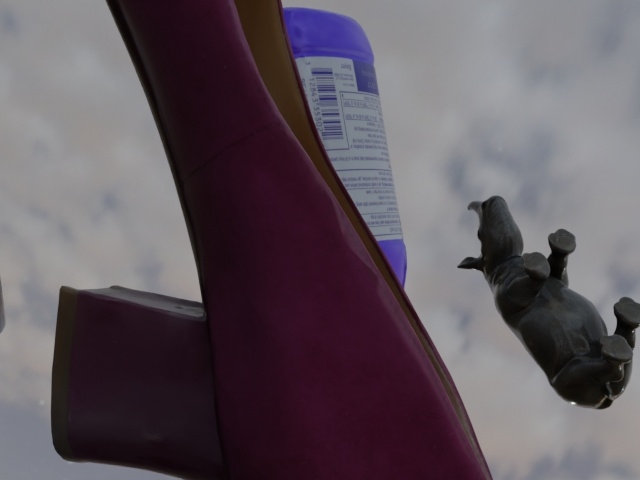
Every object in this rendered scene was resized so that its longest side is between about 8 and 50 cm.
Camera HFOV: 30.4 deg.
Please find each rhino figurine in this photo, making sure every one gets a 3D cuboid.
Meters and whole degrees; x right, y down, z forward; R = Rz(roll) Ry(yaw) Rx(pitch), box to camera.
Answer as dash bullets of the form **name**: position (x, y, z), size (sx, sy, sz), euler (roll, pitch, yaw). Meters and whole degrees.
- **rhino figurine**: position (0.191, 0.047, 1.029), size (0.243, 0.073, 0.106), euler (54, -29, 38)

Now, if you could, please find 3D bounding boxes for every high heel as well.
- **high heel**: position (0.000, -0.076, 0.467), size (0.181, 0.127, 0.377), euler (7, -81, 14)

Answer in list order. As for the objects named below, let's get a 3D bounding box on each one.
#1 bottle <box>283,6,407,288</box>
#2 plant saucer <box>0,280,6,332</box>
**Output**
- **bottle**: position (0.000, 0.000, 0.746), size (0.092, 0.118, 0.283), euler (-11, -93, 32)
- **plant saucer**: position (-0.214, -0.011, 0.718), size (0.029, 0.168, 0.168), euler (-9, -27, -15)
